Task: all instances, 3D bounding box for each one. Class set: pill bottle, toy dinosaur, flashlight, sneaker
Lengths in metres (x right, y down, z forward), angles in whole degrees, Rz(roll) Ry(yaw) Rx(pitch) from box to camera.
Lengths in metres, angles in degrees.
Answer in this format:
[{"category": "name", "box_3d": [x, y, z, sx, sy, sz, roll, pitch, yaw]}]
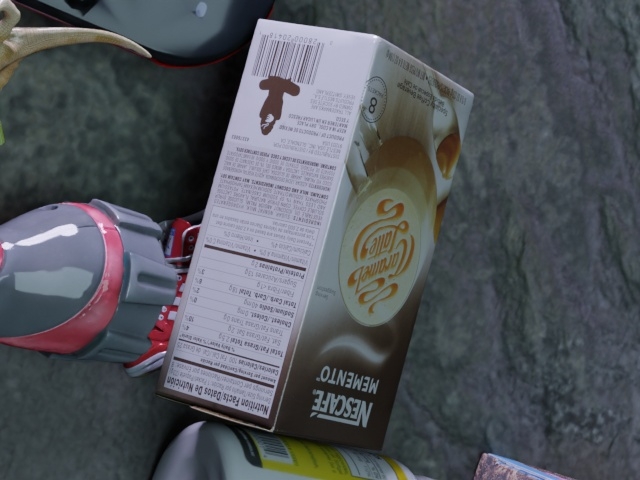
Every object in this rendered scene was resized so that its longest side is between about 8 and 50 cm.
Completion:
[{"category": "pill bottle", "box_3d": [-0.002, 0.196, 1.131, 0.208, 0.119, 0.119, 16, 90, -30]}, {"category": "toy dinosaur", "box_3d": [-0.198, -0.115, 0.991, 0.183, 0.053, 0.092, -24, 146, -12]}, {"category": "flashlight", "box_3d": [-0.215, 0.005, 0.937, 0.304, 0.103, 0.103, 18, 78, -51]}, {"category": "sneaker", "box_3d": [-0.097, 0.030, 1.095, 0.118, 0.042, 0.067, -47, 121, -24]}]

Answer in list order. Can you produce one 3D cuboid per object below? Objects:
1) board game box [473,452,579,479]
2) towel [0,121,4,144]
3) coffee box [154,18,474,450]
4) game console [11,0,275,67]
[{"category": "board game box", "box_3d": [0.271, 0.280, 1.234, 0.291, 0.232, 0.141, 19, 88, -30]}, {"category": "towel", "box_3d": [-0.228, -0.088, 1.022, 0.060, 0.009, 0.083, -24, 110, -25]}, {"category": "coffee box", "box_3d": [0.000, 0.000, 1.078, 0.141, 0.098, 0.246, 19, 84, -57]}, {"category": "game console", "box_3d": [-0.131, -0.328, 1.011, 0.342, 0.060, 0.386, 22, 87, -30]}]
